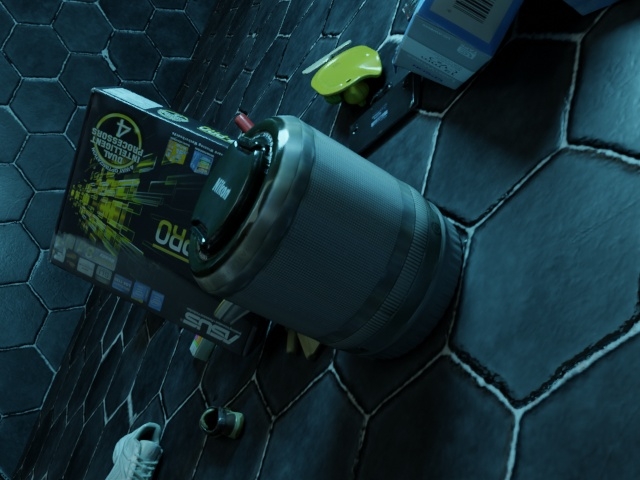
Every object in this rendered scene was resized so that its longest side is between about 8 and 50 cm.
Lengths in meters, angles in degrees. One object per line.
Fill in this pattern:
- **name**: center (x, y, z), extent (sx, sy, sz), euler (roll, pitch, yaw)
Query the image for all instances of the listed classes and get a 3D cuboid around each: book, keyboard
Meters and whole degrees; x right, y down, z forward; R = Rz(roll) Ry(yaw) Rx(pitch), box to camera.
- **book**: center (-0.220, 0.166, 1.475), extent (0.144, 0.035, 0.096), euler (-64, 19, -4)
- **keyboard**: center (0.105, -0.212, 1.202), extent (0.180, 0.023, 0.108), euler (-36, 41, 46)

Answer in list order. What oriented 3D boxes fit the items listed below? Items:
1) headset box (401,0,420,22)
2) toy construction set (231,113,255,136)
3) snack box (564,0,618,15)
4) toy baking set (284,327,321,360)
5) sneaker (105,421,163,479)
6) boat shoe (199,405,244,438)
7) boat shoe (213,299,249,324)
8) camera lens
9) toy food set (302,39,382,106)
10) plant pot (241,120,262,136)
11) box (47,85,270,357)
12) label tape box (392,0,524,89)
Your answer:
- **headset box**: center (0.180, -0.414, 1.245), extent (0.083, 0.032, 0.062), euler (-53, 24, 27)
- **toy construction set**: center (-0.127, -0.035, 1.312), extent (0.237, 0.257, 0.309), euler (47, 137, 21)
- **snack box**: center (0.353, -0.367, 0.774), extent (0.174, 0.070, 0.207), euler (-4, 60, 65)
- **toy baking set**: center (0.012, 0.056, 1.103), extent (0.196, 0.030, 0.256), euler (-36, 41, 38)
- **sneaker**: center (-0.356, 0.441, 1.397), extent (0.115, 0.090, 0.232), euler (-49, 27, 22)
- **boat shoe**: center (-0.175, 0.298, 1.207), extent (0.152, 0.049, 0.056), euler (-23, 45, 58)
- **boat shoe**: center (-0.043, 0.056, 1.058), extent (0.277, 0.096, 0.098), euler (-39, 8, 27)
- **camera lens**: center (0.000, 0.000, 0.854), extent (0.219, 0.274, 0.219), euler (-44, 31, 35)
- **toy food set**: center (0.054, -0.301, 1.363), extent (0.128, 0.071, 0.218), euler (-36, 28, 3)
- **plant pot**: center (-0.102, -0.175, 1.510), extent (0.109, 0.109, 0.096), euler (-19, 61, 59)
- **box**: center (-0.230, -0.035, 1.195), extent (0.318, 0.394, 0.097), euler (-68, -10, 19)
- **label tape box**: center (0.208, -0.345, 0.976), extent (0.249, 0.115, 0.348), euler (-62, -1, 3)
